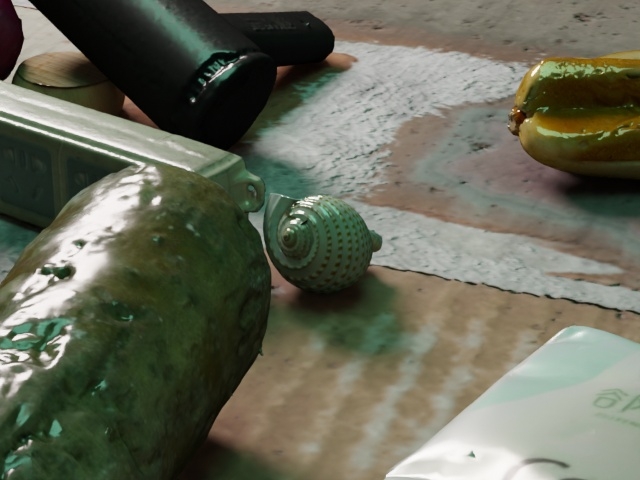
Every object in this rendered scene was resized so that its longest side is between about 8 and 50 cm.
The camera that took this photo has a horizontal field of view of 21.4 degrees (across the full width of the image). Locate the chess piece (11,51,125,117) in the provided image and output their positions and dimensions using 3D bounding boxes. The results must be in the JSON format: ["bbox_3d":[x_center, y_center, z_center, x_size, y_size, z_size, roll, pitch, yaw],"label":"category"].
[{"bbox_3d":[-0.185,-0.110,1.238,0.084,0.038,0.083,0,25,0],"label":"chess piece"}]

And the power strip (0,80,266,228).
[{"bbox_3d":[-0.157,-0.045,1.067,0.272,0.078,0.052,18,33,29],"label":"power strip"}]

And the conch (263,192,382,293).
[{"bbox_3d":[-0.002,0.003,1.009,0.076,0.056,0.085,22,-10,35],"label":"conch"}]

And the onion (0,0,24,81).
[{"bbox_3d":[-0.299,-0.136,1.212,0.150,0.150,0.140,10,57,16],"label":"onion"}]

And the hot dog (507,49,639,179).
[{"bbox_3d":[0.253,-0.085,1.177,0.249,0.076,0.102,-5,65,-9],"label":"hot dog"}]

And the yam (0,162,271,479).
[{"bbox_3d":[-0.121,0.093,0.759,0.133,0.133,0.330,8,32,12],"label":"yam"}]

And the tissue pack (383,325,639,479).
[{"bbox_3d":[0.159,0.192,0.500,0.356,0.193,0.266,20,33,31],"label":"tissue pack"}]

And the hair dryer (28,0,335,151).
[{"bbox_3d":[-0.077,-0.150,1.259,0.197,0.089,0.251,41,25,24],"label":"hair dryer"}]
